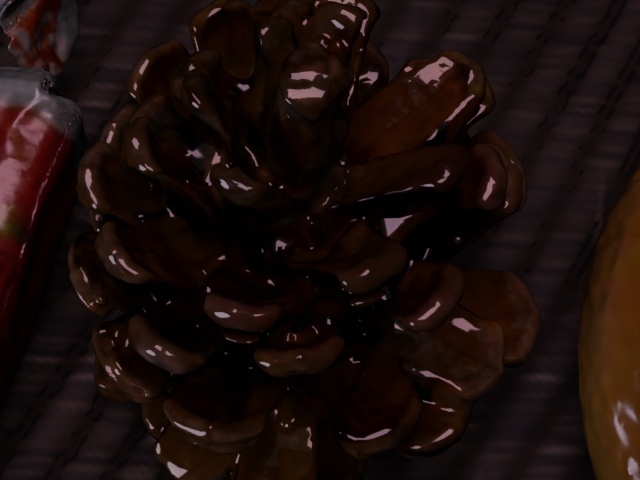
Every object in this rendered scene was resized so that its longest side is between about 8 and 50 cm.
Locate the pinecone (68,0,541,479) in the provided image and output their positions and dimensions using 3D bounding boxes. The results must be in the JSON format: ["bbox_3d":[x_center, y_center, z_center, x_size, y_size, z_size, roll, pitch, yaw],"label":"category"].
[{"bbox_3d":[-0.003,0.000,0.656,0.150,0.195,0.179,17,56,27],"label":"pinecone"}]

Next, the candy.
[{"bbox_3d":[-0.139,0.020,0.696,0.059,0.086,0.292,16,71,3],"label":"candy"}]

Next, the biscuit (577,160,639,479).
[{"bbox_3d":[0.220,0.019,0.677,0.274,0.091,0.213,-24,88,-4],"label":"biscuit"}]

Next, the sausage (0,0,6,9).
[{"bbox_3d":[-0.180,-0.098,0.771,0.223,0.029,0.029,-19,70,-7],"label":"sausage"}]
